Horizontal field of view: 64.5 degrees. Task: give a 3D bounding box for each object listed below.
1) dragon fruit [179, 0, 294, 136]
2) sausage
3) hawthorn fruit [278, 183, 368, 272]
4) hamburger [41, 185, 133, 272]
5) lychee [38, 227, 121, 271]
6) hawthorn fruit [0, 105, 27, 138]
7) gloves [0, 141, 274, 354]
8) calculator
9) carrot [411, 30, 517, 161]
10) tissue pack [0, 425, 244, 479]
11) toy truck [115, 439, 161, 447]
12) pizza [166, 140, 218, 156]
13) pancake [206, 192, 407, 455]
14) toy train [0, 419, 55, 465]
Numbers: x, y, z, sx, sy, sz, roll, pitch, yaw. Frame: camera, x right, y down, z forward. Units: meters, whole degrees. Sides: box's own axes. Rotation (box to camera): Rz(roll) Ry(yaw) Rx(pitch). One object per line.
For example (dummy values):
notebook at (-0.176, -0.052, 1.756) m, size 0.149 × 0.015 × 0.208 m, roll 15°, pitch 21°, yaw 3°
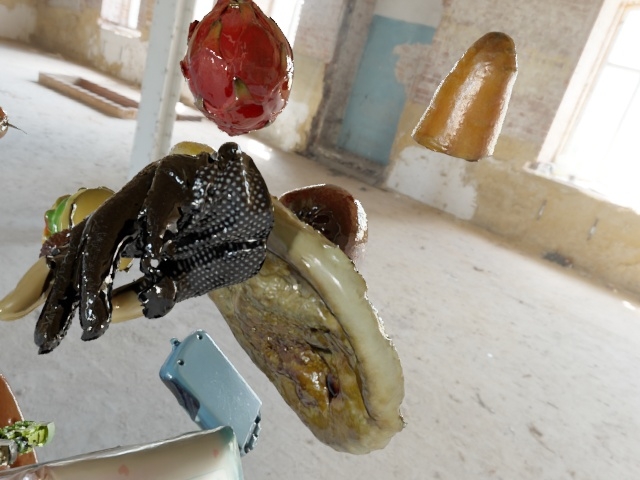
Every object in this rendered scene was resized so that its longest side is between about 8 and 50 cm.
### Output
dragon fruit at (-0.123, -0.254, 0.761) m, size 0.172 × 0.209 × 0.172 m, roll 0°, pitch 31°, yaw 0°
sausage at (-0.712, 0.446, 1.146) m, size 0.094 × 0.097 × 0.348 m, roll -21°, pitch 81°, yaw -52°
hawthorn fruit at (0.000, 0.000, 0.778) m, size 0.169 × 0.169 × 0.188 m, roll 24°, pitch -2°, yaw 21°
hamburger at (-0.563, -0.016, 1.224) m, size 0.149 × 0.237 × 0.237 m, roll -13°, pitch 7°, yaw 24°
lychee at (-0.417, 0.037, 0.887) m, size 0.123 × 0.123 × 0.129 m, roll 31°, pitch 17°, yaw 37°
hawthorn fruit at (-0.954, -0.349, 1.439) m, size 0.189 × 0.149 × 0.149 m, roll -19°, pitch 25°, yaw -5°
gloves at (-0.131, 0.004, 0.356) m, size 0.181 × 0.106 × 0.129 m, roll -16°, pitch 1°, yaw -25°
calculator at (-0.221, 0.317, 1.058) m, size 0.293 × 0.051 × 0.173 m, roll 55°, pitch 23°, yaw -12°
carrot at (0.285, -0.272, 0.944) m, size 0.159 × 0.225 × 0.159 m, roll 12°, pitch 34°, yaw -8°
tissue pack at (-0.181, 0.298, 0.481) m, size 0.271 × 0.124 × 0.201 m, roll 27°, pitch 42°, yaw -63°
toy truck at (-0.325, 0.390, 0.888) m, size 0.063 × 0.074 × 0.136 m, roll 18°, pitch 37°, yaw 27°
pizza at (-0.311, -0.135, 1.188) m, size 0.074 × 0.182 × 0.365 m, roll -9°, pitch 3°, yaw -31°
pancake at (-0.038, 0.095, 0.571) m, size 0.356 × 0.356 × 0.065 m, roll 30°, pitch 51°, yaw 34°
toy train at (-0.579, 0.376, 0.926) m, size 0.085 × 0.053 × 0.249 m, roll 4°, pitch -8°, yaw -2°
